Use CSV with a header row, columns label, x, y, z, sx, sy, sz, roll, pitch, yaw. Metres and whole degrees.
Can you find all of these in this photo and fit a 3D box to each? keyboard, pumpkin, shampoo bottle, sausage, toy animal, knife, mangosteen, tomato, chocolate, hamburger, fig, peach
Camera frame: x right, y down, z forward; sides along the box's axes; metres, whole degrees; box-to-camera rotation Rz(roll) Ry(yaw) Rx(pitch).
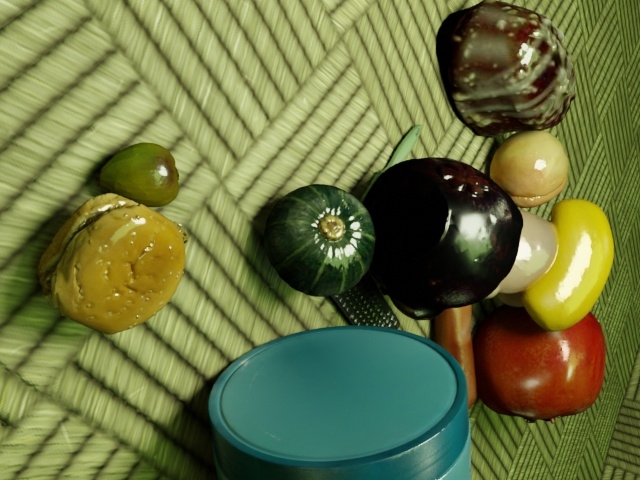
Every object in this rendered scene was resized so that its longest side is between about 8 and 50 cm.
label,x,y,z,sx,sy,sz,roll,pitch,yaw
keyboard,0.062,0.098,0.973,0.101,0.018,0.310,-57,132,-27
pumpkin,0.001,0.000,0.804,0.167,0.167,0.125,-53,171,-29
shampoo bottle,0.035,0.341,0.747,0.331,0.331,0.343,-21,112,-44
sausage,0.290,0.241,1.200,0.089,0.083,0.300,-14,103,-39
toy animal,0.463,0.067,1.237,0.247,0.345,0.278,100,-15,-80
knife,0.115,-0.116,0.999,0.293,0.020,0.043,-56,139,-23
mangosteen,0.181,0.002,0.918,0.233,0.287,0.288,16,84,-49
tomato,0.530,0.287,1.332,0.325,0.293,0.290,6,77,-43
chocolate,0.411,-0.352,1.152,0.340,0.210,0.225,36,71,-44
hamburger,-0.216,0.026,0.593,0.147,0.083,0.138,-53,147,-7
fig,-0.204,-0.073,0.620,0.088,0.074,0.074,-5,100,-24
peach,0.485,-0.164,1.290,0.184,0.184,0.184,-9,102,-47
